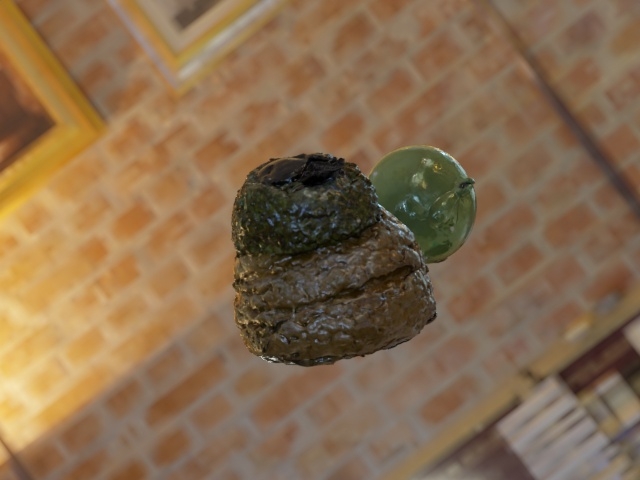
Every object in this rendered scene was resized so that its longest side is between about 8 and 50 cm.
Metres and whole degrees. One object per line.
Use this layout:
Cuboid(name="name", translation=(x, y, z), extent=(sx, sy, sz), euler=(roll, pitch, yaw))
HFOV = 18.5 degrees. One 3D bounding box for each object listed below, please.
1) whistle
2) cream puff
Cuboid(name="whistle", translation=(0.071, -0.013, 2.211), extent=(0.141, 0.141, 0.294), euler=(-34, -1, -41))
Cuboid(name="cream puff", translation=(0.000, 0.000, 1.642), extent=(0.183, 0.169, 0.183), euler=(-12, 18, 4))
